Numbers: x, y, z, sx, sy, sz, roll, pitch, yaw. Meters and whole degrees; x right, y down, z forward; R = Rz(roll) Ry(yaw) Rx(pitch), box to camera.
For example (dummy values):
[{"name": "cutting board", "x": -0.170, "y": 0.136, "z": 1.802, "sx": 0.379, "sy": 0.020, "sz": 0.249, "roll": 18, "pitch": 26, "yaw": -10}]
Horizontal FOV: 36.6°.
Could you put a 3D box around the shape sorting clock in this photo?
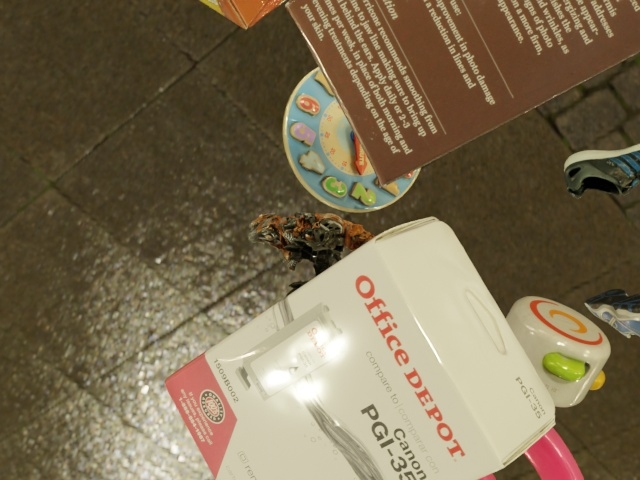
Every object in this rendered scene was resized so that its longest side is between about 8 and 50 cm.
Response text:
[{"name": "shape sorting clock", "x": 0.049, "y": -0.140, "z": 1.281, "sx": 0.206, "sy": 0.206, "sz": 0.040, "roll": 36, "pitch": 163, "yaw": -20}]

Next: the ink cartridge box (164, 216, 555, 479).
[{"name": "ink cartridge box", "x": 0.026, "y": 0.137, "z": 0.847, "sx": 0.283, "sy": 0.117, "sz": 0.207, "roll": -36, "pitch": 79, "yaw": 34}]

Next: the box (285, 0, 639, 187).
[{"name": "box", "x": 0.181, "y": -0.222, "z": 0.877, "sx": 0.381, "sy": 0.143, "sz": 0.191, "roll": -27, "pitch": 94, "yaw": 10}]

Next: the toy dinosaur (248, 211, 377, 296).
[{"name": "toy dinosaur", "x": 0.000, "y": 0.000, "z": 2.088, "sx": 0.322, "sy": 0.218, "sz": 0.164, "roll": -13, "pitch": 122, "yaw": 23}]

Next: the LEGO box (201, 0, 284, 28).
[{"name": "LEGO box", "x": -0.121, "y": -0.564, "z": 1.449, "sx": 0.372, "sy": 0.500, "sz": 0.193, "roll": -40, "pitch": 132, "yaw": -8}]

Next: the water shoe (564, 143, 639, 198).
[{"name": "water shoe", "x": 0.506, "y": -0.108, "z": 1.591, "sx": 0.203, "sy": 0.080, "sz": 0.073, "roll": -6, "pitch": 149, "yaw": 21}]

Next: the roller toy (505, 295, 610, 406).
[{"name": "roller toy", "x": 0.416, "y": 0.207, "z": 1.771, "sx": 0.191, "sy": 0.209, "sz": 0.146, "roll": 38, "pitch": 116, "yaw": 32}]

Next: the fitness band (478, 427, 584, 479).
[{"name": "fitness band", "x": 0.213, "y": 0.254, "z": 1.038, "sx": 0.054, "sy": 0.209, "sz": 0.291, "roll": -28, "pitch": 115, "yaw": 29}]

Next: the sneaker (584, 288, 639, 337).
[{"name": "sneaker", "x": 0.582, "y": 0.146, "z": 1.878, "sx": 0.080, "sy": 0.211, "sz": 0.081, "roll": -23, "pitch": 100, "yaw": -7}]
